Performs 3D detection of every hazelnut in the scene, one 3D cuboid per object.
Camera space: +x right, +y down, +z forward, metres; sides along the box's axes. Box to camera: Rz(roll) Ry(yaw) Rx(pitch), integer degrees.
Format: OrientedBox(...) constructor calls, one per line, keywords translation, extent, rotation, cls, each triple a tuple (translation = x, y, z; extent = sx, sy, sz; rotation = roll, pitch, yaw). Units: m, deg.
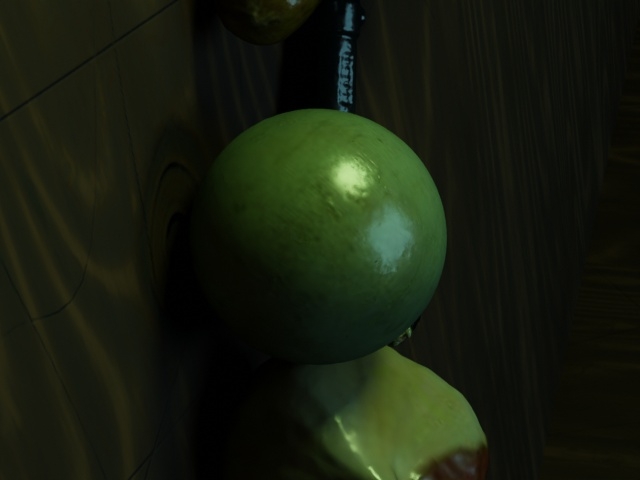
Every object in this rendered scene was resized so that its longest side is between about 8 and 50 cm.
OrientedBox(translation=(0.028, 0.209, 1.691), extent=(0.241, 0.261, 0.261), rotation=(-121, -151, -72), cls="hazelnut")

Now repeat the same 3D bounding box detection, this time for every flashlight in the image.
OrientedBox(translation=(0.002, -0.126, 1.802), extent=(0.093, 0.093, 0.232), rotation=(2, 89, -73), cls="flashlight")

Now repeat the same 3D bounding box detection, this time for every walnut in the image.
OrientedBox(translation=(-0.040, -0.253, 1.597), extent=(0.115, 0.116, 0.207), rotation=(75, 19, -48), cls="walnut")

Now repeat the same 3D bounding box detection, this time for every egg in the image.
OrientedBox(translation=(0.000, 0.000, 1.596), extent=(0.295, 0.218, 0.218), rotation=(59, 37, -82), cls="egg")

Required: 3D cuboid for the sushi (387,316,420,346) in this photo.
OrientedBox(translation=(0.022, 0.058, 1.787), extent=(0.078, 0.150, 0.090), rotation=(-52, 147, -65), cls="sushi")
